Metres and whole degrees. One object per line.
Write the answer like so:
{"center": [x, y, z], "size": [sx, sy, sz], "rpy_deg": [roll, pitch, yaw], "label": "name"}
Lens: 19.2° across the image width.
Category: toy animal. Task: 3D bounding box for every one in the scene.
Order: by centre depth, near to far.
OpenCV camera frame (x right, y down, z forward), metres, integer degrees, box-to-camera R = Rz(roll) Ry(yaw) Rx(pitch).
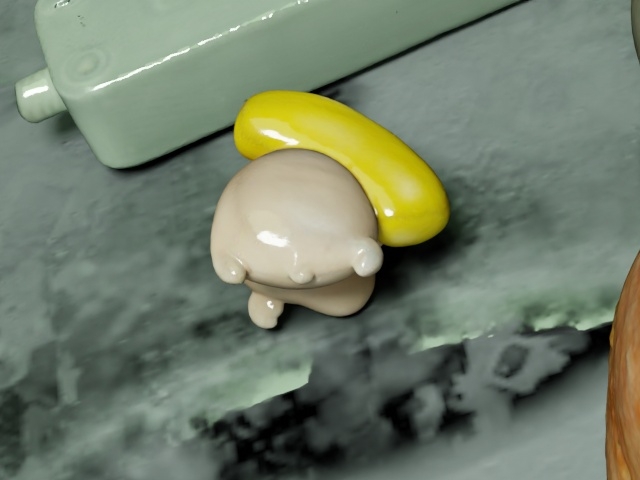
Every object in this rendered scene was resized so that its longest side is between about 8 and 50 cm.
{"center": [0.000, 0.000, 0.759], "size": [0.091, 0.082, 0.114], "rpy_deg": [16, 36, -5], "label": "toy animal"}

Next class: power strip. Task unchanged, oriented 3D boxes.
{"center": [0.038, -0.137, 0.867], "size": [0.385, 0.062, 0.091], "rpy_deg": [-24, 46, 0], "label": "power strip"}

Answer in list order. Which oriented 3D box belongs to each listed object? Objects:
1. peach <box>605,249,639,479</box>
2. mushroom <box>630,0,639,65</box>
{"center": [0.195, 0.031, 0.555], "size": [0.214, 0.214, 0.235], "rpy_deg": [13, 53, 31], "label": "peach"}
{"center": [0.192, -0.069, 0.708], "size": [0.188, 0.141, 0.117], "rpy_deg": [32, 101, 50], "label": "mushroom"}
